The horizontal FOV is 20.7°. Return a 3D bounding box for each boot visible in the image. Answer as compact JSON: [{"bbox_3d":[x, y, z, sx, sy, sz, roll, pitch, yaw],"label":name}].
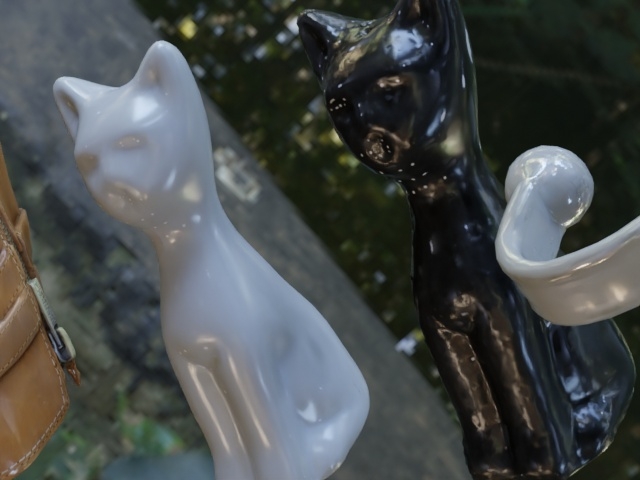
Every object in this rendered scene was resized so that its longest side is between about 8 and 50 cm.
[{"bbox_3d":[-0.165,-0.033,0.797,0.220,0.109,0.283,60,13,-18],"label":"boot"}]

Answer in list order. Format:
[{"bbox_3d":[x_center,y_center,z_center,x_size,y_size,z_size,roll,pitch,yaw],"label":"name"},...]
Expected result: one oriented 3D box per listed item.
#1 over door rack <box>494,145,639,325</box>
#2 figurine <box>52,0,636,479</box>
[{"bbox_3d":[0.227,-0.015,0.379,0.239,0.324,0.108,51,8,-23],"label":"over door rack"},{"bbox_3d":[0.000,0.000,0.743,0.092,0.215,0.209,-53,126,-49],"label":"figurine"}]
